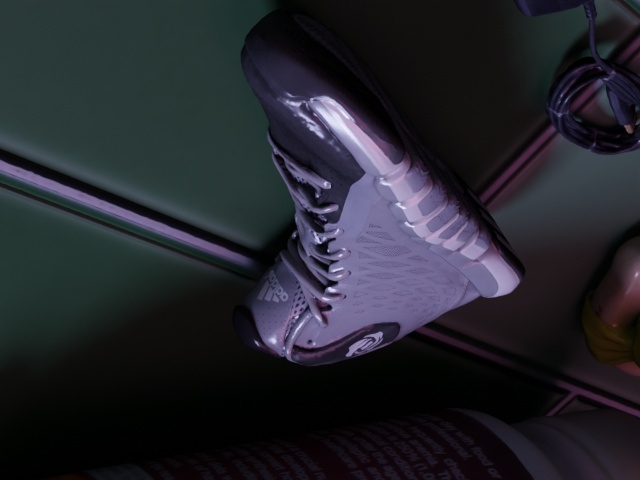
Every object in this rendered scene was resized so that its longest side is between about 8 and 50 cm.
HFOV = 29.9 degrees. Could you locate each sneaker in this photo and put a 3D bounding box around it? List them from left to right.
[{"bbox_3d":[0.000,0.000,0.553,0.132,0.086,0.229,-35,140,11],"label":"sneaker"}]

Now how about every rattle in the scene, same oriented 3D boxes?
[{"bbox_3d":[0.274,0.056,0.731,0.200,0.143,0.130,2,113,-23],"label":"rattle"}]

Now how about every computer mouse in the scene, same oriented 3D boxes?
[{"bbox_3d":[0.120,-0.112,0.547,0.071,0.041,0.242,-24,147,7],"label":"computer mouse"}]

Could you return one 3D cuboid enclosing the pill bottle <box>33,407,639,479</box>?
[{"bbox_3d":[0.021,0.218,0.679,0.392,0.224,0.224,-6,135,-25],"label":"pill bottle"}]
